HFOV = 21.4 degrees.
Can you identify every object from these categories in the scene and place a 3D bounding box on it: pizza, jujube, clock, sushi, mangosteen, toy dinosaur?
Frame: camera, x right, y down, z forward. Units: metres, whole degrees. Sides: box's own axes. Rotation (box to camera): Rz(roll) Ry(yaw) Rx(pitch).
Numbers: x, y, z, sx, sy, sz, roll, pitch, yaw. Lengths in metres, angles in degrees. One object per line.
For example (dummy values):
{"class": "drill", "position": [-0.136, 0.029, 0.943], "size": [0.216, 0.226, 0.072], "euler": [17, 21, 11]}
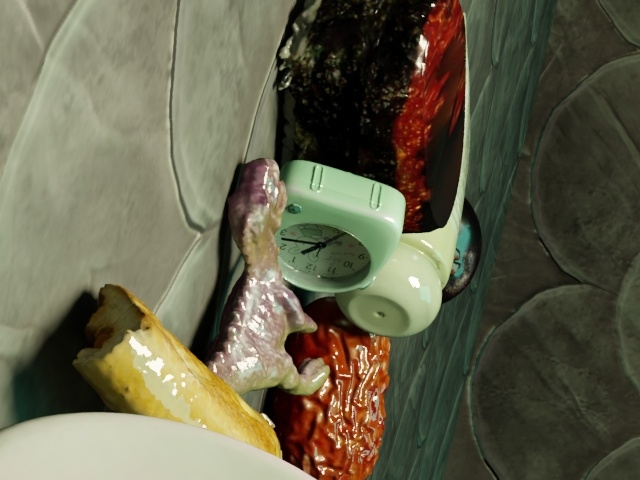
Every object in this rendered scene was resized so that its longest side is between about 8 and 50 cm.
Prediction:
{"class": "pizza", "position": [-0.081, 0.094, 0.976], "size": [0.056, 0.134, 0.271], "euler": [-42, 165, -2]}
{"class": "jujube", "position": [0.007, 0.137, 1.508], "size": [0.112, 0.109, 0.176], "euler": [-171, -93, -65]}
{"class": "clock", "position": [0.000, 0.000, 1.293], "size": [0.135, 0.101, 0.041], "euler": [118, -13, -50]}
{"class": "sushi", "position": [0.038, -0.101, 1.301], "size": [0.225, 0.126, 0.136], "euler": [85, 23, -44]}
{"class": "mangosteen", "position": [0.092, -0.002, 1.715], "size": [0.151, 0.137, 0.137], "euler": [-138, -123, -64]}
{"class": "toy dinosaur", "position": [-0.070, 0.079, 1.189], "size": [0.251, 0.072, 0.200], "euler": [-56, 151, -26]}

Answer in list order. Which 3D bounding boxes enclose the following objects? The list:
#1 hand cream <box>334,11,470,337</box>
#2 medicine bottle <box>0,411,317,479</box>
{"class": "hand cream", "position": [0.095, -0.052, 1.511], "size": [0.147, 0.093, 0.306], "euler": [83, 24, -49]}
{"class": "medicine bottle", "position": [-0.102, 0.258, 0.761], "size": [0.241, 0.241, 0.302], "euler": [-48, 160, -66]}
